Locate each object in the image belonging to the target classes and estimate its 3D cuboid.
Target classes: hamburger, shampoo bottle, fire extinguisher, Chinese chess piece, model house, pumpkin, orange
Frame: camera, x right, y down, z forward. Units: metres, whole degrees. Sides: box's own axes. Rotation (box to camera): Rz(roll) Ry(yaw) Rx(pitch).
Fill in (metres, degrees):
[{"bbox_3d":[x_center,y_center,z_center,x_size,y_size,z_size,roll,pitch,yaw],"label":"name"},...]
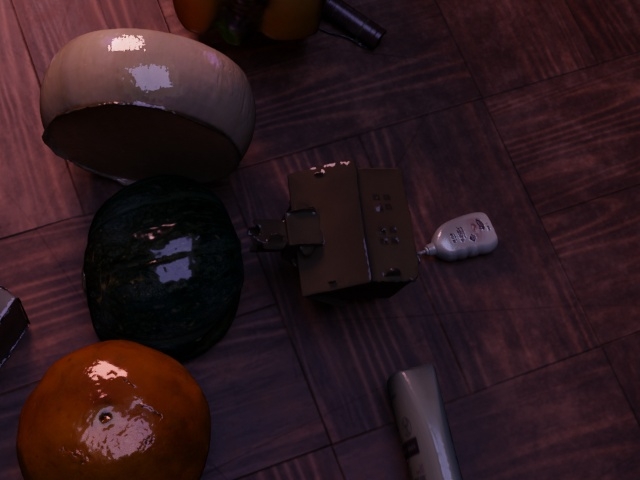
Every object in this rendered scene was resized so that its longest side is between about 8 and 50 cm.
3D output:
[{"bbox_3d":[-0.133,-0.525,1.924,0.278,0.395,0.395,3,68,-5],"label":"hamburger"},{"bbox_3d":[0.223,0.003,1.930,0.152,0.045,0.077,-17,72,-14],"label":"shampoo bottle"},{"bbox_3d":[0.041,-0.405,2.069,0.157,0.045,0.078,36,90,5],"label":"fire extinguisher"},{"bbox_3d":[-0.271,-0.201,1.778,0.338,0.338,0.140,6,71,-6],"label":"Chinese chess piece"},{"bbox_3d":[0.000,0.000,1.805,0.243,0.204,0.211,-1,69,-19],"label":"model house"},{"bbox_3d":[0.182,0.372,1.726,0.078,0.134,0.359,-9,70,-10],"label":"shampoo bottle"},{"bbox_3d":[-0.249,0.029,1.768,0.264,0.197,0.292,-6,67,-8],"label":"pumpkin"},{"bbox_3d":[-0.301,0.284,1.643,0.284,0.226,0.283,2,63,-3],"label":"orange"}]

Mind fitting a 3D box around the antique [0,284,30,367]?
[{"bbox_3d":[-0.544,0.129,1.710,0.148,0.146,0.152,28,68,6],"label":"antique"}]
